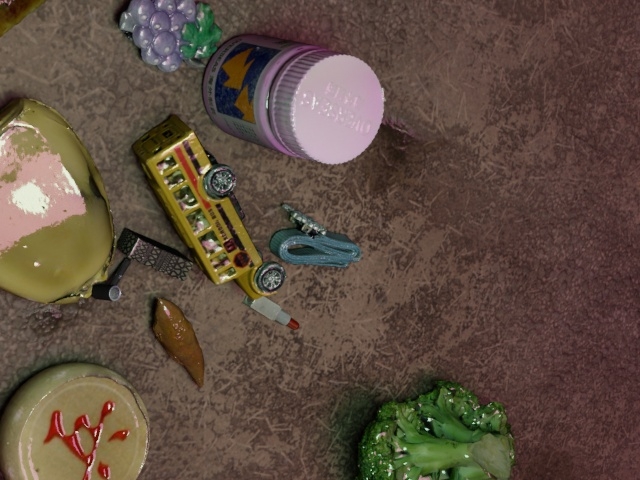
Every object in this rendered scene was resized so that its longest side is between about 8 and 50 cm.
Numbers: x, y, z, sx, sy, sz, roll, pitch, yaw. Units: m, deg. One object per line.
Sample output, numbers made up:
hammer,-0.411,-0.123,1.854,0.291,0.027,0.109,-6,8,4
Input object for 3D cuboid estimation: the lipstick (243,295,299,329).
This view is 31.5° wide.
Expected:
lipstick,-0.081,0.131,2.045,0.129,0.030,0.030,34,83,-36

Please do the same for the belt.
belt,-0.002,-0.002,2.044,0.179,0.065,0.100,8,108,-37

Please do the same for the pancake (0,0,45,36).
pancake,-0.532,-0.396,1.563,0.426,0.067,0.305,-4,104,-31

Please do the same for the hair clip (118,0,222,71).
hair clip,-0.239,-0.330,1.800,0.195,0.052,0.124,1,113,-43

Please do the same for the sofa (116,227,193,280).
sofa,-0.273,0.023,1.865,0.118,0.060,0.039,27,94,-37

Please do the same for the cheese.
cheese,-0.431,-0.040,1.706,0.259,0.128,0.316,-42,117,-8

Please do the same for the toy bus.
toy bus,-0.182,-0.039,1.873,0.123,0.121,0.336,-32,120,-12

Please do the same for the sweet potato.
sweet potato,-0.241,0.172,1.937,0.068,0.060,0.206,-18,121,12

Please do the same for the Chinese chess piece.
Chinese chess piece,-0.397,0.320,1.830,0.249,0.103,0.250,-5,98,-37

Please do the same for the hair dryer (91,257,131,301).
hair dryer,-0.336,0.061,1.851,0.026,0.047,0.083,53,54,-41

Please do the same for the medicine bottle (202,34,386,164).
medicine bottle,-0.049,-0.227,1.800,0.178,0.290,0.178,-10,109,-30

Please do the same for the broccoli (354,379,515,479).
broccoli,0.239,0.450,2.197,0.413,0.321,0.310,43,105,-13
